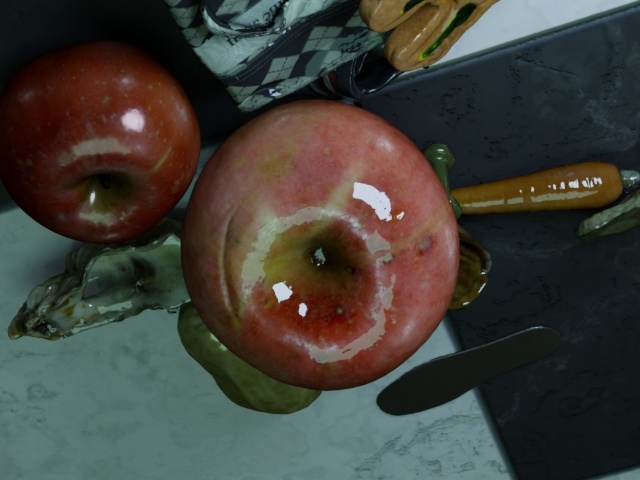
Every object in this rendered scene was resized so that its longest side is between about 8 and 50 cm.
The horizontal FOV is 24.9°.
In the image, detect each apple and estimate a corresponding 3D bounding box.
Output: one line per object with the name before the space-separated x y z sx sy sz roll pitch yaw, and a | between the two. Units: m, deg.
apple | -0.277 -0.125 1.819 0.260 0.216 0.260 -4 135 -4
apple | 0.000 0.000 1.857 0.364 0.364 0.364 -3 135 -3

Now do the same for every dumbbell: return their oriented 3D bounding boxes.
dumbbell | 0.164 -0.077 1.981 0.046 0.118 0.052 -26 134 26

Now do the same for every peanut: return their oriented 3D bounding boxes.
peanut | -0.104 0.170 2.189 0.147 0.147 0.305 -21 134 15

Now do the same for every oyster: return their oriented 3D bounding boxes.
oyster | -0.291 0.051 2.071 0.341 0.110 0.166 -28 136 17

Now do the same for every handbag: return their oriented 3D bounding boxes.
handbag | -0.037 -0.347 1.632 0.317 0.180 0.416 -19 148 8

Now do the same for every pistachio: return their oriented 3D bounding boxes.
pistachio | 0.151 0.025 2.077 0.210 0.130 0.165 34 139 -29

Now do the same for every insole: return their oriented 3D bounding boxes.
insole | 0.237 0.211 2.355 0.328 0.007 0.111 -25 133 17

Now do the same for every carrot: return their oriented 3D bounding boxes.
carrot | 0.287 -0.064 2.049 0.336 0.069 0.069 -8 135 6

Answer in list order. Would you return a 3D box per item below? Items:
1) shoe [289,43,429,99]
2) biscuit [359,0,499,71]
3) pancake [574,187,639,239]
shoe | 0.045 -0.229 1.824 0.227 0.112 0.099 -24 134 15
biscuit | 0.189 -0.333 1.671 0.334 0.047 0.202 -43 151 -4
pancake | 0.462 -0.060 2.024 0.222 0.042 0.236 -21 169 -32
